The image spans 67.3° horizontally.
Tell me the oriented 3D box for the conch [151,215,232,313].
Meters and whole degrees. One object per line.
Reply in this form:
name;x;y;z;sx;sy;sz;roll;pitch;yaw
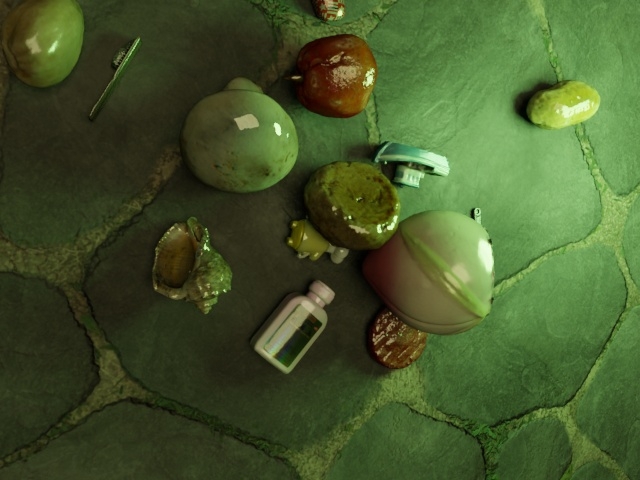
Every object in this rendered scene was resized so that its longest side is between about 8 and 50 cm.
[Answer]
conch;-0.267;0.052;0.990;0.155;0.130;0.207;-10;86;-35

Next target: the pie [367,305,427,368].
pie;0.202;0.250;1.258;0.182;0.049;0.183;-4;99;-24

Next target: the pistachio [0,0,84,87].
pistachio;-0.493;-0.365;0.861;0.126;0.108;0.186;30;76;-46

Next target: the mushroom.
mushroom;-0.167;-0.223;0.979;0.243;0.243;0.244;-3;97;-23

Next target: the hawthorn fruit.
hawthorn fruit;0.015;-0.355;1.038;0.200;0.179;0.179;-2;97;-21

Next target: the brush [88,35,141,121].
brush;-0.408;-0.320;0.939;0.027;0.034;0.191;29;84;-14

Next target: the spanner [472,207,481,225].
spanner;0.450;0.009;1.356;0.046;0.012;0.209;-11;100;-22

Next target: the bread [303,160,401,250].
bread;0.071;-0.075;1.092;0.229;0.123;0.230;10;53;-13

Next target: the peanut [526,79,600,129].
peanut;0.681;-0.382;1.350;0.224;0.129;0.129;-20;103;-20

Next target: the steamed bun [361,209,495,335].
steamed bun;0.241;0.074;1.139;0.309;0.309;0.310;-3;97;-23

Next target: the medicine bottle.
medicine bottle;-0.055;0.193;1.124;0.115;0.078;0.219;43;79;-20

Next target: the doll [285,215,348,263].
doll;0.000;0.000;1.135;0.162;0.062;0.106;15;88;-22

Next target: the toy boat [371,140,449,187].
toy boat;0.221;-0.180;1.195;0.215;0.088;0.102;11;95;-25

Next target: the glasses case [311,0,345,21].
glasses case;0.008;-0.595;1.076;0.073;0.049;0.195;-16;102;-20
